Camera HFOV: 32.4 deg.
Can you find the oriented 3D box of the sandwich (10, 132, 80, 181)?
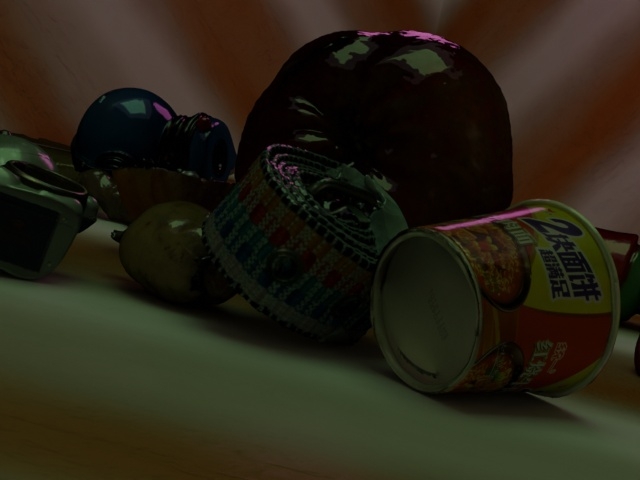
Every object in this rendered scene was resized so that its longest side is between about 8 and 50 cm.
[{"bbox_3d":[-0.612,-0.173,2.299,0.244,0.090,0.088,8,9,-32],"label":"sandwich"}]

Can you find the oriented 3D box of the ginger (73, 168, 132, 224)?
[{"bbox_3d":[-0.344,-0.076,1.928,0.290,0.084,0.122,15,13,34],"label":"ginger"}]

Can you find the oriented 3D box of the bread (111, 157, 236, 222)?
[{"bbox_3d":[-0.195,-0.037,1.632,0.129,0.134,0.260,3,-5,32],"label":"bread"}]

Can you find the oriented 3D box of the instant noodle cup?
[{"bbox_3d":[0.163,0.064,1.105,0.174,0.213,0.213,-4,14,-35],"label":"instant noodle cup"}]

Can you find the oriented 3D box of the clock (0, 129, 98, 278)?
[{"bbox_3d":[-0.376,-0.046,1.303,0.199,0.147,0.243,15,8,-24],"label":"clock"}]

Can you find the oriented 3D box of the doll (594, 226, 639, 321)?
[{"bbox_3d":[0.499,0.058,1.949,0.363,0.160,0.182,13,8,16],"label":"doll"}]

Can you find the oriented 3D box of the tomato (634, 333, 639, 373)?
[{"bbox_3d":[0.534,0.129,1.441,0.233,0.140,0.200,9,0,-19],"label":"tomato"}]

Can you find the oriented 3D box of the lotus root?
[{"bbox_3d":[-0.170,0.011,1.300,0.125,0.118,0.221,30,-1,-43],"label":"lotus root"}]

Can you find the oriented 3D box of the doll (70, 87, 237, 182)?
[{"bbox_3d":[-0.342,-0.181,2.197,0.309,0.240,0.284,8,33,16],"label":"doll"}]

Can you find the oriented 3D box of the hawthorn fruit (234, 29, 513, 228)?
[{"bbox_3d":[0.082,-0.095,1.571,0.402,0.403,0.403,12,6,-1],"label":"hawthorn fruit"}]

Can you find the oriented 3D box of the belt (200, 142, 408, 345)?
[{"bbox_3d":[0.000,0.005,1.218,0.257,0.150,0.207,17,33,-52],"label":"belt"}]
